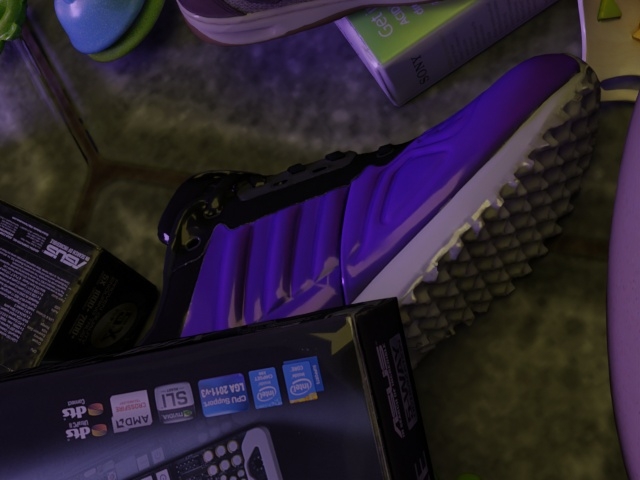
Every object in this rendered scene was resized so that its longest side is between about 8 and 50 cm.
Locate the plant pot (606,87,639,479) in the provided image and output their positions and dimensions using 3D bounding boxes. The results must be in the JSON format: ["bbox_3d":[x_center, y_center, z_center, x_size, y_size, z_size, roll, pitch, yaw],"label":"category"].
[{"bbox_3d":[0.219,0.070,0.423,0.284,0.284,0.191,26,115,22],"label":"plant pot"}]

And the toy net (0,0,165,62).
[{"bbox_3d":[-0.131,-0.213,0.721,0.122,0.045,0.232,-8,64,41],"label":"toy net"}]

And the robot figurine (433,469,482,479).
[{"bbox_3d":[0.040,0.145,0.530,0.101,0.067,0.115,-47,63,29],"label":"robot figurine"}]

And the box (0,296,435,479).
[{"bbox_3d":[-0.096,0.170,0.489,0.307,0.076,0.242,-11,90,16],"label":"box"}]

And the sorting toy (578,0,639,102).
[{"bbox_3d":[0.163,-0.102,0.599,0.083,0.045,0.075,12,88,7],"label":"sorting toy"}]

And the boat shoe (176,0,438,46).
[{"bbox_3d":[0.027,-0.157,0.576,0.223,0.073,0.080,-17,68,11],"label":"boat shoe"}]

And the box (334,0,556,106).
[{"bbox_3d":[0.109,-0.251,0.657,0.322,0.058,0.232,-33,66,1],"label":"box"}]

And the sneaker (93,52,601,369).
[{"bbox_3d":[0.000,0.000,0.573,0.293,0.102,0.146,-46,65,-3],"label":"sneaker"}]

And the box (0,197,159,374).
[{"bbox_3d":[-0.201,0.044,0.626,0.180,0.077,0.147,23,79,21],"label":"box"}]
